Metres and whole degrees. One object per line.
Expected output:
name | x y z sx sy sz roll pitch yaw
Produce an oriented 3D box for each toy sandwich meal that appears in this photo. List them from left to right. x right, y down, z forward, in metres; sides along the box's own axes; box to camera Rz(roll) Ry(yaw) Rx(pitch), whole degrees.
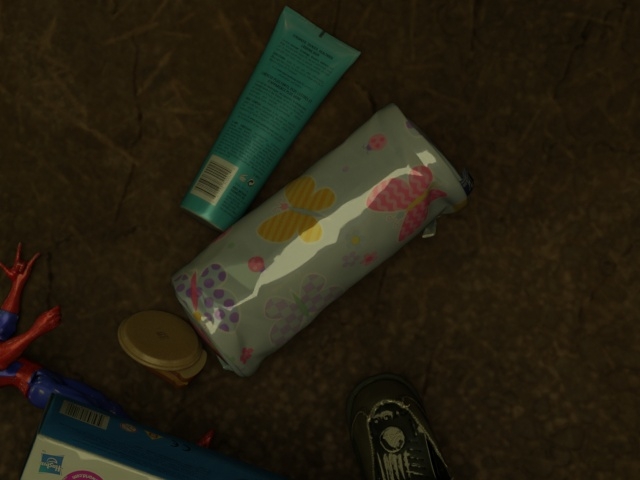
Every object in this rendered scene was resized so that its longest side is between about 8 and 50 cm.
toy sandwich meal | -0.142 0.096 1.654 0.085 0.085 0.029 22 125 2

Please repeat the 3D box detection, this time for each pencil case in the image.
pencil case | 0.000 0.000 1.626 0.273 0.124 0.113 -37 58 -1

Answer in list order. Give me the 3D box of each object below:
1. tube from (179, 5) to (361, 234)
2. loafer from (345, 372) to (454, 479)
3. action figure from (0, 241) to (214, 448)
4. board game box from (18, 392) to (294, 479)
tube | -0.051 -0.104 1.665 0.080 0.052 0.207 32 84 -3
loafer | 0.081 0.240 1.628 0.094 0.087 0.251 -22 88 1
action figure | -0.218 0.102 1.641 0.280 0.091 0.139 22 96 1
board game box | -0.125 0.316 1.482 0.308 0.086 0.302 20 107 -5
